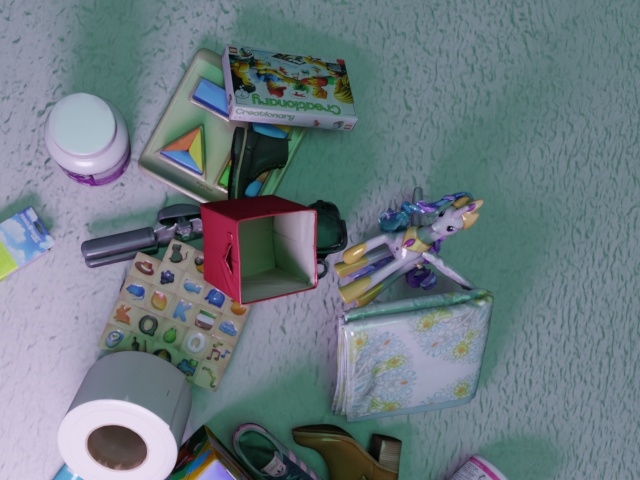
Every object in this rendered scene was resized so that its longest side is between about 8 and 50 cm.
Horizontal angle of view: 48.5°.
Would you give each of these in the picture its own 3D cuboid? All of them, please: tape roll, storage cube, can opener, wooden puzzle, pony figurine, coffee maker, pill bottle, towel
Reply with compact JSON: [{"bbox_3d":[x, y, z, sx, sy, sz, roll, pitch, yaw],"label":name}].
[{"bbox_3d":[-0.407,0.380,1.499,0.246,0.169,0.246,1,117,2],"label":"tape roll"},{"bbox_3d":[-0.137,0.011,1.537,0.215,0.193,0.183,-10,108,-31],"label":"storage cube"},{"bbox_3d":[-0.409,-0.015,1.646,0.284,0.076,0.095,-13,56,-13],"label":"can opener"},{"bbox_3d":[-0.216,-0.250,1.691,0.322,0.080,0.347,28,80,-9],"label":"wooden puzzle"},{"bbox_3d":[0.220,0.026,1.658,0.364,0.351,0.302,-30,76,7],"label":"pony figurine"},{"bbox_3d":[0.000,0.000,1.670,0.120,0.178,0.171,-32,93,-13],"label":"coffee maker"},{"bbox_3d":[-0.493,-0.215,1.510,0.169,0.301,0.169,1,85,-13],"label":"pill bottle"},{"bbox_3d":[0.334,0.667,1.702,0.283,0.160,0.160,-41,95,-12],"label":"pill bottle"},{"bbox_3d":[0.212,0.275,1.656,0.375,0.090,0.320,-8,127,-14],"label":"towel"}]

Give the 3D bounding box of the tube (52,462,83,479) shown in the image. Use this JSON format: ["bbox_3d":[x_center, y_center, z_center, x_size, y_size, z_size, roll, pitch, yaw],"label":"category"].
[{"bbox_3d":[-0.571,0.549,1.559,0.080,0.052,0.207,28,76,35],"label":"tube"}]

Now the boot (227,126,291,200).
[{"bbox_3d":[-0.140,-0.156,1.636,0.137,0.077,0.197,7,90,-16],"label":"boot"}]

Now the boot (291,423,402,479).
[{"bbox_3d":[0.048,0.561,1.686,0.284,0.109,0.220,15,86,-19],"label":"boot"}]

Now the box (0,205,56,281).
[{"bbox_3d":[-0.693,0.015,1.579,0.178,0.042,0.109,-34,94,-13],"label":"box"}]

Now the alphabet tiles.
[{"bbox_3d":[-0.324,0.184,1.605,0.285,0.011,0.342,23,81,-10],"label":"alphabet tiles"}]

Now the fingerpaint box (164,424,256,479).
[{"bbox_3d":[-0.143,0.631,1.489,0.163,0.371,0.445,-43,96,-13],"label":"fingerpaint box"}]

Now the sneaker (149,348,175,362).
[{"bbox_3d":[-0.332,0.272,1.633,0.152,0.061,0.053,9,82,-13],"label":"sneaker"}]

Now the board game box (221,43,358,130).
[{"bbox_3d":[-0.073,-0.361,1.687,0.305,0.053,0.192,1,60,-22],"label":"board game box"}]

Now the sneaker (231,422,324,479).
[{"bbox_3d":[-0.080,0.533,1.585,0.319,0.131,0.112,36,76,14],"label":"sneaker"}]

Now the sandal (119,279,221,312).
[{"bbox_3d":[-0.334,0.120,1.653,0.255,0.054,0.097,5,75,-9],"label":"sandal"}]
